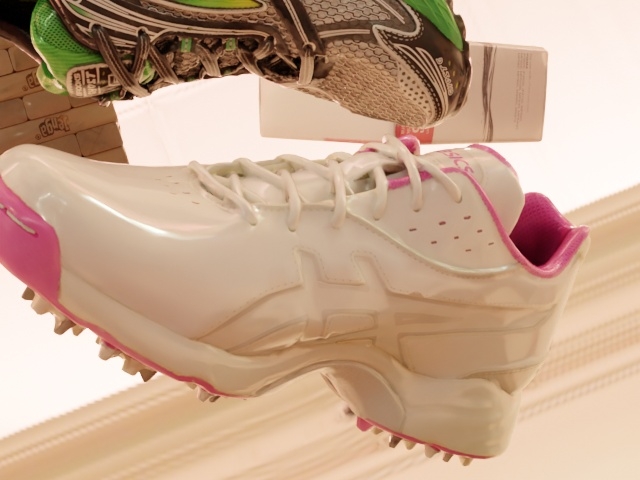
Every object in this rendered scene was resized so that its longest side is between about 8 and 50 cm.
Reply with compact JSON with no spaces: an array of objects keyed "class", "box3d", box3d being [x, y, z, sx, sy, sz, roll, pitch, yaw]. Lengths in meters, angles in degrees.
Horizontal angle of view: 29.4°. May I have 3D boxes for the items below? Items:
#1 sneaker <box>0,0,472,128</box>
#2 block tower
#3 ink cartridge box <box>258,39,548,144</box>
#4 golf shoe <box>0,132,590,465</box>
[{"class":"sneaker","box3d":[-0.083,-0.124,0.691,0.344,0.134,0.146,16,-119,-1]},{"class":"block tower","box3d":[-0.206,-0.143,0.856,0.097,0.091,0.335,-18,-93,-9]},{"class":"ink cartridge box","box3d":[0.075,-0.131,1.067,0.218,0.159,0.092,-9,-78,-47]},{"class":"golf shoe","box3d":[0.000,0.000,0.516,0.306,0.115,0.140,21,-73,-44]}]
